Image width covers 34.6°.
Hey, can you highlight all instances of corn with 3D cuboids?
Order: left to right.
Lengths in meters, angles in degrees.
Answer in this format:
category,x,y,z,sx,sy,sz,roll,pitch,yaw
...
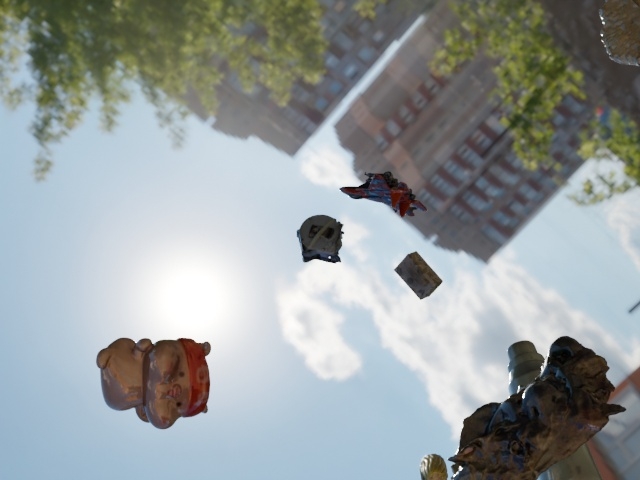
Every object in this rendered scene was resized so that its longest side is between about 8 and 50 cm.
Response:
category,x,y,z,sx,sy,sz,roll,pitch,yaw
corn,0.282,0.578,2.562,0.072,0.072,0.203,44,-179,4

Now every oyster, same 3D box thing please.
category,x,y,z,sx,sy,sz,roll,pitch,yaw
oyster,0.321,0.301,1.695,0.096,0.361,0.221,50,-176,-15

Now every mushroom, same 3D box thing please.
category,x,y,z,sx,sy,sz,roll,pitch,yaw
mushroom,0.523,-0.449,1.803,0.302,0.233,0.208,26,-178,1

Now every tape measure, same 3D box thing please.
category,x,y,z,sx,sy,sz,roll,pitch,yaw
tape measure,-0.001,-0.002,1.938,0.054,0.091,0.094,79,-167,-57

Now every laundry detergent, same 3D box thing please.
category,x,y,z,sx,sy,sz,roll,pitch,yaw
laundry detergent,0.478,0.394,2.158,0.264,0.125,0.397,65,-171,-47

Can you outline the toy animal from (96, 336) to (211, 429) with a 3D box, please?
category,x,y,z,sx,sy,sz,roll,pitch,yaw
toy animal,-0.291,0.249,1.842,0.198,0.171,0.171,2,-165,9

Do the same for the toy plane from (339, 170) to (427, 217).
category,x,y,z,sx,sy,sz,roll,pitch,yaw
toy plane,0.106,-0.091,1.888,0.189,0.061,0.130,21,162,48

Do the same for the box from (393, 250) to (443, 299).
category,x,y,z,sx,sy,sz,roll,pitch,yaw
box,0.216,0.077,2.259,0.098,0.062,0.045,47,-151,16
